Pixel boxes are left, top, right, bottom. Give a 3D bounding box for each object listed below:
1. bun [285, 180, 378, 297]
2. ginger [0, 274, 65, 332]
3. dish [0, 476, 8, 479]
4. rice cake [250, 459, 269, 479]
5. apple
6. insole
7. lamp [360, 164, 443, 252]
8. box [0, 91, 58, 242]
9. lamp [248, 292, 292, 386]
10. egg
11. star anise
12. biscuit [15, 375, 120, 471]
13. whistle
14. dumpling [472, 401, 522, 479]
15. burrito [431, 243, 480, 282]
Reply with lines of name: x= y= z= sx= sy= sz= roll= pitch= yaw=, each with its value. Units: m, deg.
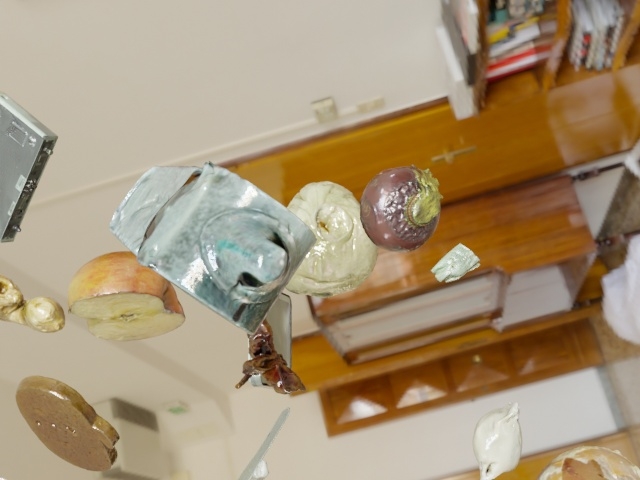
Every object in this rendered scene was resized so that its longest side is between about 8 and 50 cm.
bun: x=0.000 y=0.000 z=1.739 sx=0.153 sy=0.244 sz=0.243 roll=85 pitch=170 yaw=-72
ginger: x=-0.835 y=0.166 z=2.290 sx=0.122 sy=0.363 sz=0.348 roll=-61 pitch=1 yaw=-33
dish: x=-0.899 y=0.702 z=2.231 sx=0.064 sy=0.234 sz=0.154 roll=93 pitch=177 yaw=-60
rice cake: x=-0.186 y=0.665 z=2.409 sx=0.256 sy=0.052 sz=0.057 roll=115 pitch=152 yaw=-61
apple: x=-0.469 y=0.116 z=2.067 sx=0.293 sy=0.251 sz=0.163 roll=75 pitch=-174 yaw=-64
insole: x=-0.126 y=0.438 z=1.732 sx=0.003 sy=0.232 sz=0.080 roll=34 pitch=176 yaw=-11
lamp: x=0.150 y=-0.054 z=1.524 sx=0.135 sy=0.156 sz=0.157 roll=20 pitch=112 yaw=57
box: x=-0.672 y=-0.152 z=1.805 sx=0.211 sy=0.270 sz=0.045 roll=38 pitch=-159 yaw=19
lamp: x=-0.131 y=0.261 z=2.283 sx=0.269 sy=0.047 sz=0.266 roll=38 pitch=-132 yaw=-70
egg: x=0.413 y=0.433 z=1.325 sx=0.195 sy=0.233 sz=0.195 roll=38 pitch=179 yaw=1
star anise: x=-0.124 y=0.275 z=1.960 sx=0.212 sy=0.111 sz=0.196 roll=34 pitch=-142 yaw=-49
biscuit: x=-0.767 y=0.570 z=2.653 sx=0.070 sy=0.351 sz=0.394 roll=-59 pitch=-33 yaw=-44
whistle: x=-0.182 y=-0.015 z=1.219 sx=0.405 sy=0.168 sz=0.188 roll=27 pitch=169 yaw=31
dumpling: x=0.397 y=0.446 z=1.903 sx=0.199 sy=0.118 sz=0.136 roll=-64 pitch=-13 yaw=6
burrito: x=0.341 y=0.065 z=2.167 sx=0.074 sy=0.118 sz=0.044 roll=51 pitch=171 yaw=9
